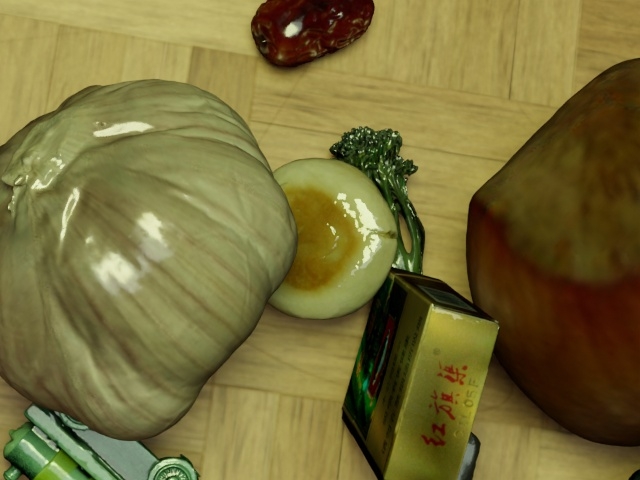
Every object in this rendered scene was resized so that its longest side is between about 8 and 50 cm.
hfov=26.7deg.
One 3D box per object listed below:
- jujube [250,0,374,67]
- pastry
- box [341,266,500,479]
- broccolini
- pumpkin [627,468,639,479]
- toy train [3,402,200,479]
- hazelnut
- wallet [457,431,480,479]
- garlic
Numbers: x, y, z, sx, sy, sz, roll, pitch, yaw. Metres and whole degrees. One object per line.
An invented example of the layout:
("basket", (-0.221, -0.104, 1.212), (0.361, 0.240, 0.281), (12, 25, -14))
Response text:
("jujube", (-0.006, -0.221, 1.344), (0.129, 0.077, 0.077), (-26, 86, -17))
("pastry", (0.000, 0.000, 1.280), (0.156, 0.092, 0.156), (0, 89, 22))
("box", (0.083, 0.118, 1.205), (0.071, 0.240, 0.159), (13, 94, -8))
("broccolini", (0.065, -0.017, 1.344), (0.091, 0.068, 0.203), (-16, 100, 1))
("pumpkin", (0.389, 0.312, 1.239), (0.248, 0.248, 0.248), (1, 81, -9))
("toy train", (-0.203, 0.215, 1.241), (0.200, 0.083, 0.132), (42, 81, 0))
("hazelnut", (0.315, 0.012, 1.248), (0.366, 0.366, 0.366), (1, 81, -9))
("wallet", (0.103, 0.253, 1.315), (0.082, 0.018, 0.157), (15, 79, -6))
("garlic", (-0.171, 0.002, 1.159), (0.317, 0.317, 0.259), (-50, 133, -13))
